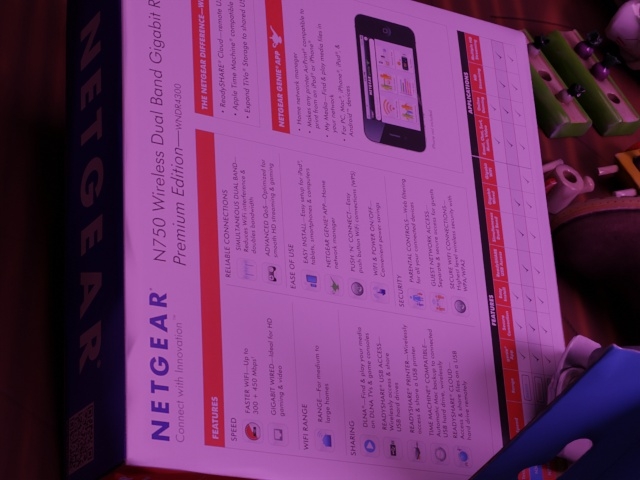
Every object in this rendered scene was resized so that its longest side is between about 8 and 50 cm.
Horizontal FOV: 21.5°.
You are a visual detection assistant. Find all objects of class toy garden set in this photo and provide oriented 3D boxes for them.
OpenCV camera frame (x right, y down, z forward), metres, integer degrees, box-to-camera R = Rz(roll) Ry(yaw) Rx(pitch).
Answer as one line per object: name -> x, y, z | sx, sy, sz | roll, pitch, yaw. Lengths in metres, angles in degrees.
toy garden set -> 0.187, -0.102, 1.363 | 0.244, 0.049, 0.204 | -6, 55, -41

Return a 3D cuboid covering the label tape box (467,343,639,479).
label tape box -> 0.240, 0.188, 0.956 | 0.334, 0.240, 0.106 | 11, 47, -29

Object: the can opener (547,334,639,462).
can opener -> 0.250, 0.131, 1.037 | 0.283, 0.095, 0.076 | 25, 66, -34

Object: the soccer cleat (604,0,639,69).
soccer cleat -> 0.338, -0.157, 1.506 | 0.143, 0.116, 0.331 | -11, 54, -25

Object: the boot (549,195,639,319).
boot -> 0.272, 0.085, 1.205 | 0.248, 0.090, 0.207 | 17, 56, -3

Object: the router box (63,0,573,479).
router box -> 0.000, 0.000, 1.011 | 0.301, 0.082, 0.335 | 12, 62, -29
